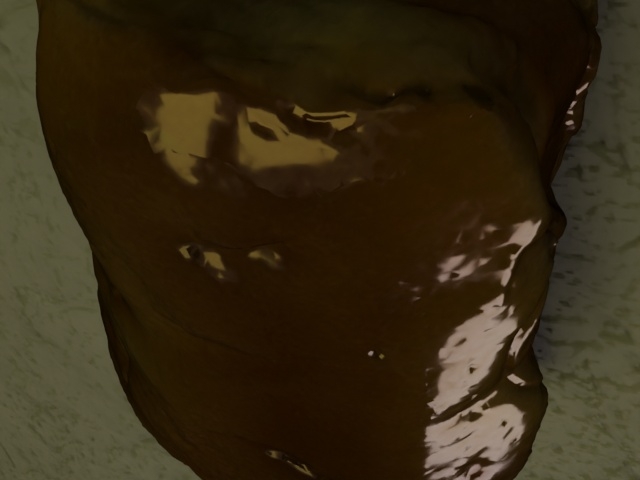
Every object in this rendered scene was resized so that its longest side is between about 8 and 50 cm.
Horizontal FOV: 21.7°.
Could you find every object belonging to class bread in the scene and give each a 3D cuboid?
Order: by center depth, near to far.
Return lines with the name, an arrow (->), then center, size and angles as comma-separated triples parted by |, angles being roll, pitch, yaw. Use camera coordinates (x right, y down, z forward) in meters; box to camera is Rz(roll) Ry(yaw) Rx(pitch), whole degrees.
bread -> 0.000, 0.005, 0.634 | 0.195, 0.149, 0.344 | 24, 151, 17
